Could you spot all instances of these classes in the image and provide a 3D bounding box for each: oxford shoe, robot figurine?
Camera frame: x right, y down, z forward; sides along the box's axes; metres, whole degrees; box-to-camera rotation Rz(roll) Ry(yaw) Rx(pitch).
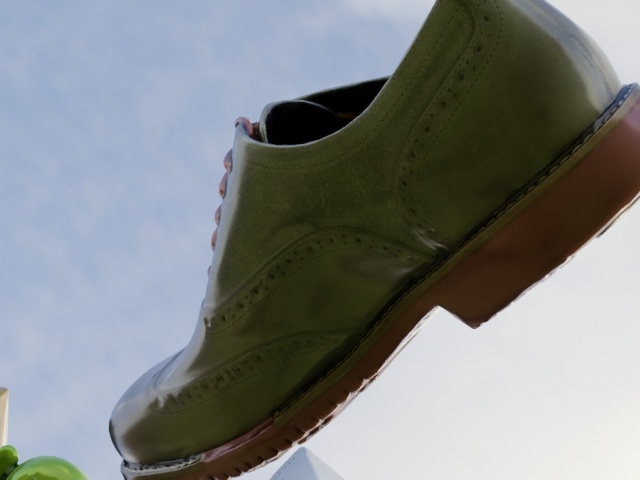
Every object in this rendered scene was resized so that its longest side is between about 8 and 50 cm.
[{"bbox_3d":[0.000,0.000,0.855,0.130,0.123,0.348,48,-54,-4],"label":"oxford shoe"},{"bbox_3d":[-0.193,0.185,1.341,0.067,0.115,0.101,-44,-86,-18],"label":"robot figurine"}]

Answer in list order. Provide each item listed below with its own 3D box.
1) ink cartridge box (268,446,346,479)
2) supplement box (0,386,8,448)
[{"bbox_3d":[0.088,0.271,1.212,0.296,0.261,0.066,41,-88,-8],"label":"ink cartridge box"},{"bbox_3d":[-0.348,0.184,1.386,0.191,0.194,0.129,8,-74,10],"label":"supplement box"}]
